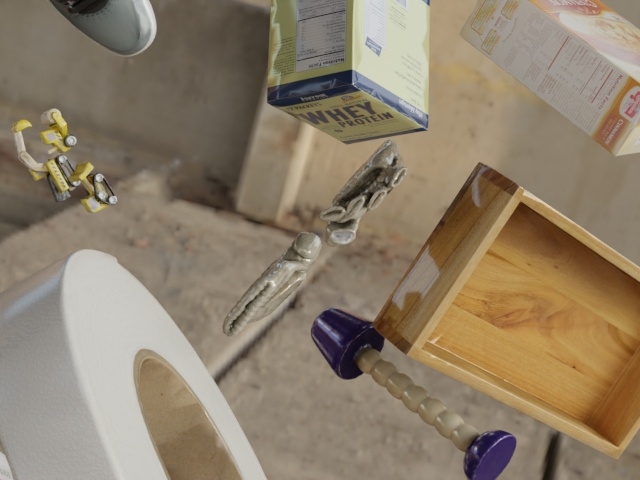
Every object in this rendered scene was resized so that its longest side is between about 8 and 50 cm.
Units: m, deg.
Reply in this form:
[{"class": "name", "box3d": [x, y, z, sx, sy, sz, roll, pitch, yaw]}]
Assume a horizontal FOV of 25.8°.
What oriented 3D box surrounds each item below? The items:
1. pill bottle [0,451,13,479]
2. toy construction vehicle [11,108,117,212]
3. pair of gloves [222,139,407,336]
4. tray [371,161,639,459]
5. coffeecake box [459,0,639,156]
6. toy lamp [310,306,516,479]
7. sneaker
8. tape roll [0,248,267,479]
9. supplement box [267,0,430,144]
[{"class": "pill bottle", "box3d": [-0.417, 0.453, 1.577, 0.229, 0.229, 0.408, 3, 52, -37]}, {"class": "toy construction vehicle", "box3d": [-0.230, -0.065, 1.228, 0.035, 0.098, 0.086, -37, 18, -25]}, {"class": "pair of gloves", "box3d": [0.000, 0.000, 1.382, 0.042, 0.240, 0.204, 43, 6, -2]}, {"class": "tray", "box3d": [0.255, 0.088, 1.531, 0.411, 0.203, 0.076, 29, 7, -41]}, {"class": "coffeecake box", "box3d": [0.239, -0.158, 1.237, 0.185, 0.068, 0.142, 43, 30, 25]}, {"class": "toy lamp", "box3d": [0.096, 0.165, 1.560, 0.274, 0.080, 0.080, 37, 25, 31]}, {"class": "sneaker", "box3d": [-0.311, -0.320, 1.641, 0.295, 0.124, 0.178, 48, 17, -17]}, {"class": "tape roll", "box3d": [-0.117, 0.189, 1.058, 0.072, 0.392, 0.392, -28, 16, 6]}, {"class": "supplement box", "box3d": [0.017, -0.107, 0.774, 0.056, 0.083, 0.083, -8, -17, 33]}]
